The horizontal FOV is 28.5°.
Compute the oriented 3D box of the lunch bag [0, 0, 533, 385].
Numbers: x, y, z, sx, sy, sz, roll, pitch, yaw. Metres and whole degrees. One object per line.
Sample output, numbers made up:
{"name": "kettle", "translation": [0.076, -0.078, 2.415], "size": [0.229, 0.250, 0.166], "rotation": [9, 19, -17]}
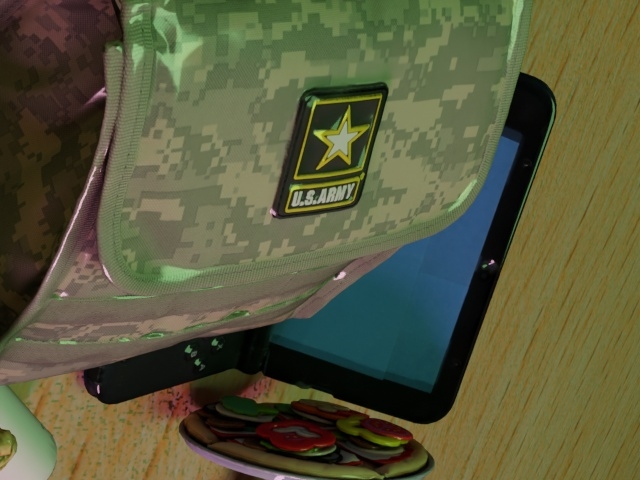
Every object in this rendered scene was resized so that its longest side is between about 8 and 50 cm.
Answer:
{"name": "lunch bag", "translation": [-0.053, -0.051, 0.629], "size": [0.235, 0.169, 0.287], "rotation": [-11, 162, -38]}

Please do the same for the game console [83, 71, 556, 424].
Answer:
{"name": "game console", "translation": [0.000, 0.000, 0.894], "size": [0.250, 0.173, 0.293], "rotation": [-11, 123, -52]}

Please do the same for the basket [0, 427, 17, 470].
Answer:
{"name": "basket", "translation": [-0.333, 0.088, 0.558], "size": [0.299, 0.223, 0.213], "rotation": [-22, 165, -47]}

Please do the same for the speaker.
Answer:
{"name": "speaker", "translation": [-0.214, 0.108, 0.783], "size": [0.055, 0.055, 0.136], "rotation": [-49, 147, -20]}

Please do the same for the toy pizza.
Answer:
{"name": "toy pizza", "translation": [-0.009, 0.149, 0.982], "size": [0.201, 0.201, 0.032], "rotation": [0, 100, -56]}
